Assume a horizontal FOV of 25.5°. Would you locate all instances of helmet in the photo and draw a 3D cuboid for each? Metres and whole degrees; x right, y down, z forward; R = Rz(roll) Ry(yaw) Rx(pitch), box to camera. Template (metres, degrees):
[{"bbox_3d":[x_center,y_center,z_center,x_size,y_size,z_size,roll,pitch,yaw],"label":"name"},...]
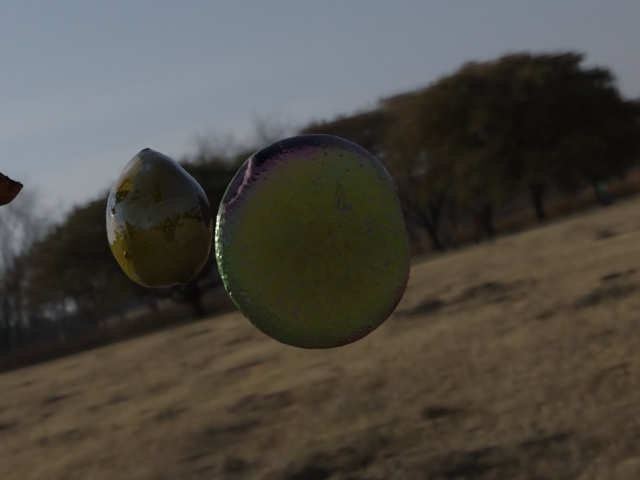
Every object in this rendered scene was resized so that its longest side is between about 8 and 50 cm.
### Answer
[{"bbox_3d":[-0.452,-0.075,1.928,0.084,0.049,0.065,33,-12,-28],"label":"helmet"}]

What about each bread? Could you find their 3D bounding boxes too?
[{"bbox_3d":[0.000,0.000,1.453,0.228,0.228,0.033,-14,1,-26],"label":"bread"}]

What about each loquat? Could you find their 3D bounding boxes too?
[{"bbox_3d":[-0.218,-0.029,1.912,0.152,0.195,0.152,-19,-9,-3],"label":"loquat"}]
